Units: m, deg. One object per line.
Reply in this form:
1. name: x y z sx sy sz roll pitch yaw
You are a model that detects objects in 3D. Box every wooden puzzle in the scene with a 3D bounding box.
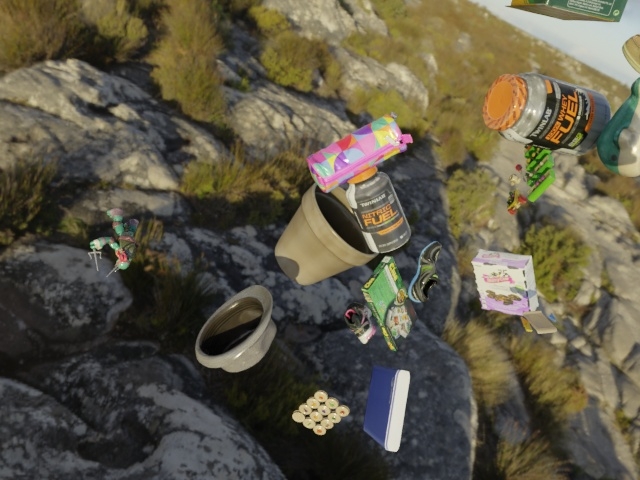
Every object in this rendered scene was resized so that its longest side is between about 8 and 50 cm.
1. wooden puzzle: 0.575 0.216 1.449 0.116 0.014 0.079 4 38 -17

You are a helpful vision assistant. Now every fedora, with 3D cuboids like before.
1. fedora: -0.222 0.273 1.585 0.243 0.275 0.124 27 -23 53

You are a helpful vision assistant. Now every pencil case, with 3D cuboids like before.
1. pencil case: 0.086 -0.202 1.267 0.105 0.236 0.104 61 0 0

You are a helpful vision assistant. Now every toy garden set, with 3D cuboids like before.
1. toy garden set: 0.661 -0.220 1.773 0.049 0.204 0.244 21 49 -8

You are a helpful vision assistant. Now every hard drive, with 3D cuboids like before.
1. hard drive: 0.188 0.481 1.623 0.040 0.211 0.319 12 -11 -4

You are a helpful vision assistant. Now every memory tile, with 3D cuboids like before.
1. memory tile: -0.001 0.483 1.537 0.113 0.148 0.012 37 31 -8

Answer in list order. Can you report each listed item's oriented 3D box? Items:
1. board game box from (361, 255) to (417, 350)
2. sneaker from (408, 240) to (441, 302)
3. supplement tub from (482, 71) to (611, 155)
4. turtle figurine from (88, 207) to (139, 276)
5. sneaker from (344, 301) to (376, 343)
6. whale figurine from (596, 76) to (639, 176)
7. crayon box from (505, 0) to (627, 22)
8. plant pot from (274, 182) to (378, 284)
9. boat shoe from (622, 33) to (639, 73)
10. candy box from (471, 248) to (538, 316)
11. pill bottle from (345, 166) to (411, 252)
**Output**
1. board game box: 0.202 0.182 1.574 0.030 0.260 0.136 13 50 43
2. sneaker: 0.321 0.095 1.615 0.078 0.188 0.067 13 -11 44
3. supplement tub: 0.634 -0.359 1.557 0.315 0.194 0.194 7 32 -20
4. turtle figurine: -0.634 0.019 1.744 0.118 0.175 0.234 -10 55 5
5. sneaker: 0.099 0.208 1.525 0.077 0.072 0.178 44 3 -19
6. whale figurine: 0.810 -0.305 1.439 0.216 0.272 0.141 -29 36 -29
7. crayon box: 0.662 -0.664 1.510 0.202 0.083 0.323 10 22 -5
8. plant pot: 0.000 0.000 1.902 0.323 0.280 0.323 36 30 -25
9. boat shoe: 0.821 -0.411 1.264 0.104 0.089 0.285 -22 51 -11
10. candy box: 0.568 0.131 1.691 0.164 0.196 0.070 8 42 40
11. pill bottle: 0.150 -0.099 1.518 0.130 0.130 0.246 -82 149 -61
